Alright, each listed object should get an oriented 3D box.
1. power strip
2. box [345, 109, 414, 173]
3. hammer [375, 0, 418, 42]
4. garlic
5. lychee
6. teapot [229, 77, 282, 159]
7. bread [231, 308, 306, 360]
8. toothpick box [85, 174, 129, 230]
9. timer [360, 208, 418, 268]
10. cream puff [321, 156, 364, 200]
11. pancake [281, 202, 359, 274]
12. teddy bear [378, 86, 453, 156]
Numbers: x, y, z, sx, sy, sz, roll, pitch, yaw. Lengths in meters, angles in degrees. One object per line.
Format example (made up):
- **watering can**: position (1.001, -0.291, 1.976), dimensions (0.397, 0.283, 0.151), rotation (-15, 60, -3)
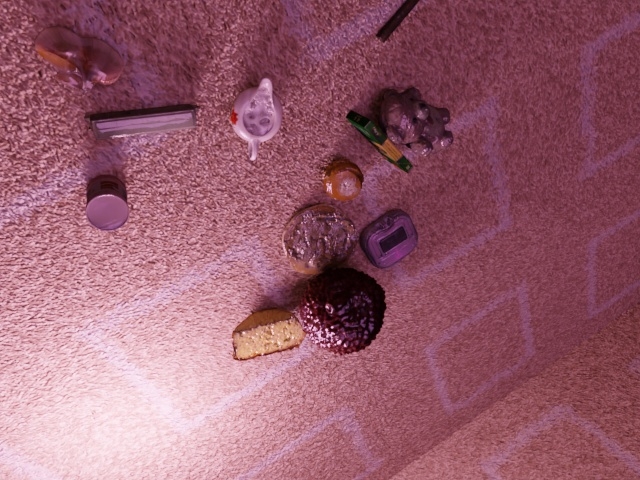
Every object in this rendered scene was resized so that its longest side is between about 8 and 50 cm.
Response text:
- **power strip**: position (-0.436, -0.299, 1.123), dimensions (0.273, 0.078, 0.052), rotation (-13, 123, -21)
- **box**: position (0.186, -0.304, 1.396), dimensions (0.235, 0.132, 0.034), rotation (36, 98, -36)
- **hammer**: position (0.268, -0.690, 1.292), dimensions (0.297, 0.027, 0.125), rotation (-49, 127, 5)
- **garlic**: position (-0.541, -0.405, 1.006), dimensions (0.175, 0.099, 0.123), rotation (21, 91, -33)
- **lychee**: position (0.077, 0.239, 1.541), dimensions (0.306, 0.306, 0.330), rotation (-39, 161, -3)
- **teapot**: position (-0.176, -0.332, 1.226), dimensions (0.145, 0.092, 0.226), rotation (-2, 118, -22)
- **bread**: position (-0.189, 0.314, 1.551), dimensions (0.261, 0.134, 0.129), rotation (-12, 109, -17)
- **toothpick box**: position (-0.539, -0.098, 1.137), dimensions (0.099, 0.149, 0.098), rotation (-12, 121, -21)
- **timer**: position (0.255, -0.001, 1.638), dimensions (0.209, 0.069, 0.190), rotation (-35, 124, -4)
- **cream puff**: position (0.069, -0.194, 1.417), dimensions (0.127, 0.103, 0.143), rotation (-30, 126, 7)
- **pancake**: position (0.000, 0.001, 1.522), dimensions (0.283, 0.049, 0.282), rotation (-11, 120, -20)
- **teddy bear**: position (0.295, -0.367, 1.396), dimensions (0.151, 0.235, 0.267), rotation (-20, 153, 38)
